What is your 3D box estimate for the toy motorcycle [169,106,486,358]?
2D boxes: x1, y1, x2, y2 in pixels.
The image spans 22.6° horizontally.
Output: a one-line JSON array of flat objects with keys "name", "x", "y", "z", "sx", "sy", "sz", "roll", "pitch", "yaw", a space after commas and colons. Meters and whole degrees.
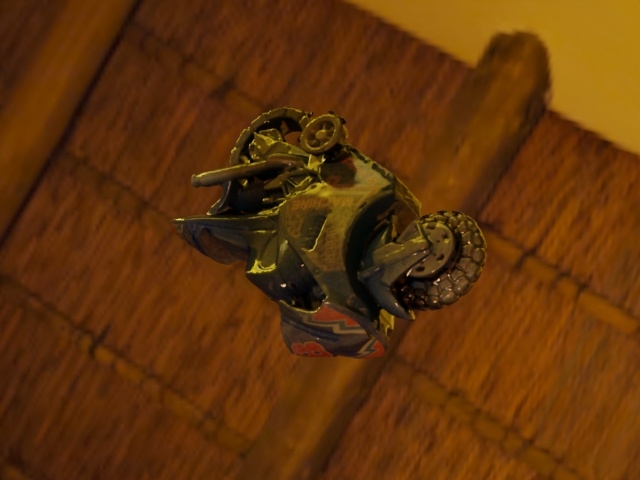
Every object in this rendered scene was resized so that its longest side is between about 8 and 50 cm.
[{"name": "toy motorcycle", "x": 0.000, "y": 0.000, "z": 0.868, "sx": 0.114, "sy": 0.076, "sz": 0.205, "roll": -50, "pitch": -135, "yaw": -4}]
